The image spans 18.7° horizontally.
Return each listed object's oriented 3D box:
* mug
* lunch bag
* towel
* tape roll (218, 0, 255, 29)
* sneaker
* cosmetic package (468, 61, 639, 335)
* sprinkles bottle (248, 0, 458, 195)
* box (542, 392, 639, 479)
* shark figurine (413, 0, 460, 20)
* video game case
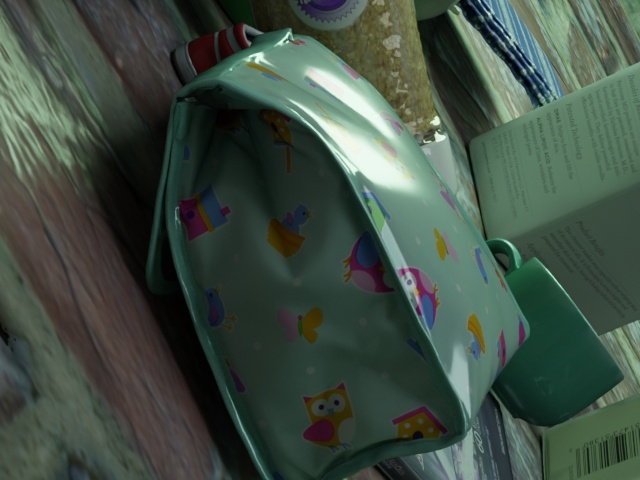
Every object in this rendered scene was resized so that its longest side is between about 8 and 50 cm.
[{"bbox_3d":[0.177,0.088,1.669,0.129,0.097,0.158,52,2,-33],"label":"mug"},{"bbox_3d":[0.000,0.000,1.206,0.262,0.160,0.223,62,19,-5],"label":"lunch bag"},{"bbox_3d":[0.144,-0.278,2.047,0.336,0.040,0.243,50,15,-18],"label":"towel"},{"bbox_3d":[-0.042,-0.289,1.586,0.321,0.077,0.321,53,22,-32],"label":"tape roll"},{"bbox_3d":[-0.044,-0.098,1.352,0.118,0.067,0.042,55,21,-28],"label":"sneaker"},{"bbox_3d":[0.369,-0.068,1.945,0.217,0.385,0.156,46,26,-45],"label":"cosmetic package"},{"bbox_3d":[0.003,-0.188,1.386,0.121,0.121,0.355,-46,123,-70],"label":"sprinkles bottle"},{"bbox_3d":[0.336,0.294,1.790,0.311,0.148,0.121,54,22,-27],"label":"box"},{"bbox_3d":[0.079,-0.248,1.768,0.116,0.278,0.166,14,78,-25],"label":"shark figurine"},{"bbox_3d":[0.081,0.132,1.482,0.274,0.026,0.196,50,24,-41],"label":"video game case"}]
